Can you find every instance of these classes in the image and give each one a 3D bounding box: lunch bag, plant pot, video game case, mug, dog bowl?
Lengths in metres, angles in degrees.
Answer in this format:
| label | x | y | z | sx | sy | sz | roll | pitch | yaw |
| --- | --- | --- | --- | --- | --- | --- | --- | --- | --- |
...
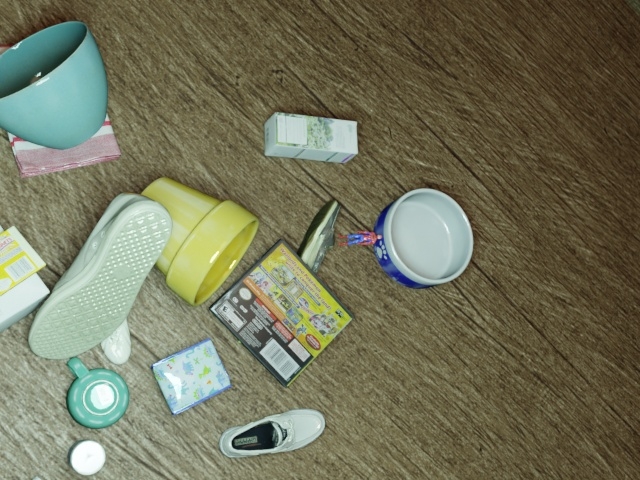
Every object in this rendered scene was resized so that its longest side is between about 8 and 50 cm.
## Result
| label | x | y | z | sx | sy | sz | roll | pitch | yaw |
| --- | --- | --- | --- | --- | --- | --- | --- | --- | --- |
| lunch bag | -0.297 | 0.312 | 1.673 | 0.151 | 0.096 | 0.129 | -25 | 87 | -17 |
| plant pot | -0.310 | -0.015 | 1.684 | 0.239 | 0.254 | 0.254 | 34 | 65 | 6 |
| plant pot | -0.584 | -0.317 | 1.599 | 0.290 | 0.290 | 0.195 | -52 | 135 | -25 |
| video game case | -0.093 | 0.179 | 1.794 | 0.248 | 0.035 | 0.275 | -45 | 100 | -14 |
| mug | -0.495 | 0.338 | 1.580 | 0.158 | 0.097 | 0.129 | 26 | 68 | -15 |
| dog bowl | 0.280 | -0.003 | 1.994 | 0.265 | 0.104 | 0.265 | 6 | 74 | -21 |

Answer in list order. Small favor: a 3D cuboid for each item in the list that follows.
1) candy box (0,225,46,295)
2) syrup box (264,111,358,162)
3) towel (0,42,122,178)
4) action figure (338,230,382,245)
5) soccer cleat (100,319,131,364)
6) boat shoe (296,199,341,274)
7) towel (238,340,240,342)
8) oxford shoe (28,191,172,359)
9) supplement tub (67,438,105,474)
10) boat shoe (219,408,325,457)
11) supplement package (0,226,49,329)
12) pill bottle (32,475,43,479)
| label | x | y | z | sx | sy | sz | roll | pitch | yaw |
| --- | --- | --- | --- | --- | --- | --- | --- | --- | --- |
| candy box | -0.663 | 0.067 | 1.442 | 0.105 | 0.027 | 0.206 | 50 | 52 | -2 |
| syrup box | -0.024 | -0.272 | 1.938 | 0.237 | 0.096 | 0.093 | 3 | 77 | -23 |
| towel | -0.636 | -0.325 | 1.725 | 0.237 | 0.037 | 0.329 | -17 | 84 | -27 |
| action figure | 0.106 | -0.005 | 1.933 | 0.115 | 0.030 | 0.038 | -5 | 72 | 6 |
| soccer cleat | -0.467 | 0.182 | 1.644 | 0.068 | 0.076 | 0.196 | -5 | 79 | -24 |
| boat shoe | 0.000 | 0.000 | 1.893 | 0.073 | 0.080 | 0.223 | 34 | 71 | -18 |
| towel | -0.163 | 0.228 | 1.799 | 0.083 | 0.009 | 0.060 | 5 | 76 | -21 |
| oxford shoe | -0.472 | 0.076 | 1.557 | 0.169 | 0.130 | 0.449 | 25 | 110 | -39 |
| supplement tub | -0.498 | 0.459 | 1.543 | 0.071 | 0.107 | 0.071 | 6 | 74 | -21 |
| boat shoe | -0.104 | 0.455 | 1.722 | 0.267 | 0.088 | 0.096 | -2 | 77 | -23 |
| supplement package | -0.737 | 0.114 | 1.484 | 0.262 | 0.145 | 0.204 | -38 | 93 | -37 |
| pill bottle | -0.613 | 0.600 | 1.441 | 0.136 | 0.136 | 0.245 | 42 | 64 | -8 |
